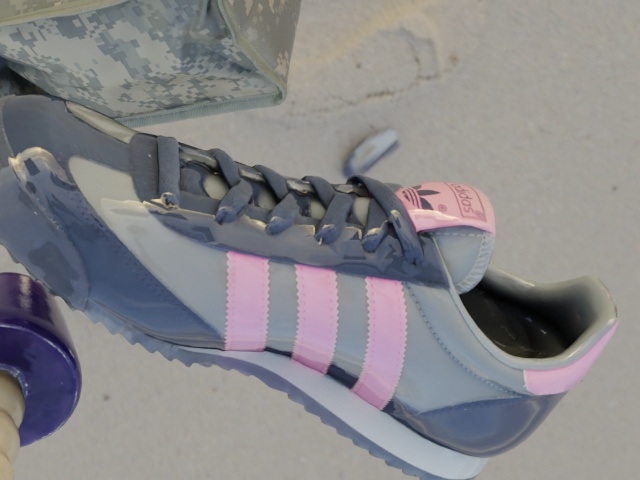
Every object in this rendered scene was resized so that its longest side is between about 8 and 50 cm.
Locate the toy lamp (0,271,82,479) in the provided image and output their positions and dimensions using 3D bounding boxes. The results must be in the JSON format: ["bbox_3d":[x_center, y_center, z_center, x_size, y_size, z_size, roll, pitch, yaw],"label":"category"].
[{"bbox_3d":[-0.140,0.106,0.534,0.080,0.274,0.080,-3,124,-5],"label":"toy lamp"}]

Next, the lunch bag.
[{"bbox_3d":[-0.164,-0.215,1.025,0.287,0.235,0.169,-7,145,23],"label":"lunch bag"}]

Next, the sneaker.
[{"bbox_3d":[0.000,0.000,0.577,0.319,0.112,0.131,29,121,-33],"label":"sneaker"}]
